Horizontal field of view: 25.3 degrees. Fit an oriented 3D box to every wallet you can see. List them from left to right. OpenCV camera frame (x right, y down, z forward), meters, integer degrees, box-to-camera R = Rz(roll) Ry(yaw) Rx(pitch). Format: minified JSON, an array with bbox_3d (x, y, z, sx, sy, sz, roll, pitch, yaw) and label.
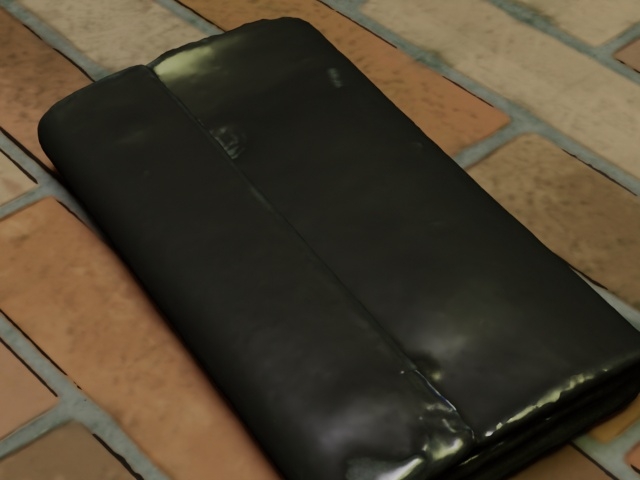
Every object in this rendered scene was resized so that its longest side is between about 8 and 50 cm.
[{"bbox_3d":[0.000,-0.001,0.909,0.228,0.062,0.406,-23,47,-22],"label":"wallet"}]
